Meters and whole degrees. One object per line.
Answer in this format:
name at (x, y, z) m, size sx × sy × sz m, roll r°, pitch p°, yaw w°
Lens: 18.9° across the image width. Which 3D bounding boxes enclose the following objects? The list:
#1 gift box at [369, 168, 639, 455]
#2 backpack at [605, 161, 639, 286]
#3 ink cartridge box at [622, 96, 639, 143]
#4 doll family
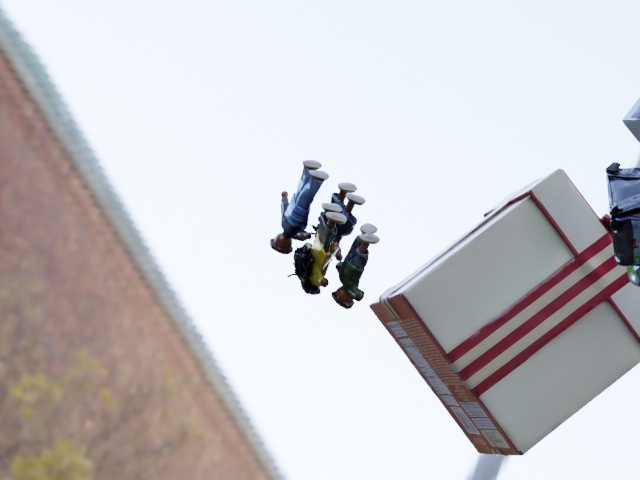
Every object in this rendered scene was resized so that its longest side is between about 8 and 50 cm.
gift box at (0.242, 0.091, 2.134) m, size 0.276 × 0.258 × 0.255 m, roll 53°, pitch -9°, yaw -5°
backpack at (0.297, -0.015, 1.583) m, size 0.114 × 0.105 × 0.084 m, roll -7°, pitch -63°, yaw 8°
ink cartridge box at (0.427, -0.052, 1.751) m, size 0.333 × 0.165 × 0.065 m, roll 47°, pitch -21°, yaw -23°
doll family at (0.000, 0.000, 2.050) m, size 0.076 × 0.193 × 0.111 m, roll 10°, pitch -60°, yaw -16°
